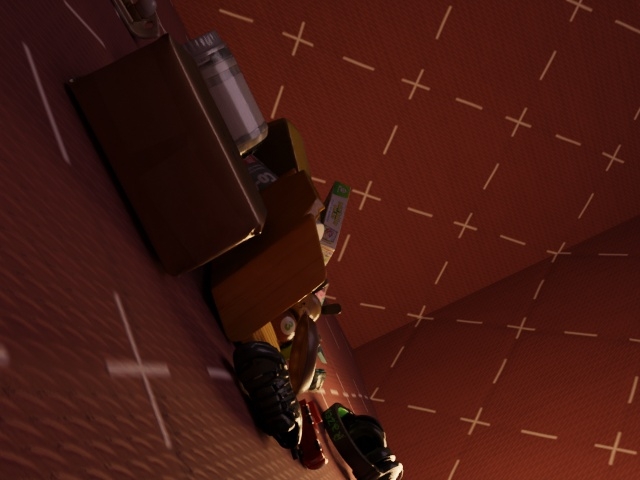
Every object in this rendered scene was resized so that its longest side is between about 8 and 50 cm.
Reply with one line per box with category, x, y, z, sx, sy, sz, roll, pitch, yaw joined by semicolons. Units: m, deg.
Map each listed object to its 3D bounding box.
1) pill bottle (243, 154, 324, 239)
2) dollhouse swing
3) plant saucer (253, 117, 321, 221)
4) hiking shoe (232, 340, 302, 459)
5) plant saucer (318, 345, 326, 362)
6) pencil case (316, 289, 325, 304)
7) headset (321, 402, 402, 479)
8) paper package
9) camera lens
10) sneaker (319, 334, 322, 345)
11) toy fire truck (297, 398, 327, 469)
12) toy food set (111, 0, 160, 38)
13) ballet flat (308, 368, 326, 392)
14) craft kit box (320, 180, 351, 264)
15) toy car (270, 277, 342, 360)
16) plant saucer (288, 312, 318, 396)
pill bottle;-0.134;-0.078;1.737;0.283;0.161;0.161;42;-6;20
dollhouse swing;-0.061;0.090;1.392;0.305;0.315;0.347;52;5;-20
plant saucer;-0.123;-0.152;1.907;0.333;0.081;0.333;-6;-81;52
hiking shoe;-0.077;0.268;1.168;0.227;0.086;0.114;64;-2;-33
plant saucer;-0.016;0.376;2.556;0.192;0.018;0.067;-111;176;-56
pencil case;-0.054;0.181;2.491;0.284;0.124;0.124;63;2;-75
headset;0.121;0.625;1.936;0.394;0.185;0.243;46;7;-29
paper package;-0.228;-0.137;1.131;0.325;0.168;0.309;64;0;-7
camera lens;-0.261;-0.302;1.545;0.219;0.219;0.274;-110;174;-72
sneaker;-0.048;0.268;2.087;0.227;0.087;0.130;26;40;-82
toy fire truck;-0.022;0.408;1.456;0.192;0.047;0.135;-113;178;-45
toy food set;-0.505;-0.681;1.759;0.220;0.092;0.306;-112;177;-55
ballet flat;-0.020;0.382;1.876;0.070;0.070;0.188;65;4;12
craft kit box;0.000;0.000;1.939;0.250;0.061;0.247;118;-7;-48
toy car;-0.048;0.173;1.678;0.149;0.188;0.155;-108;172;-77
plant saucer;-0.033;0.228;1.352;0.168;0.029;0.168;-169;-90;-80
